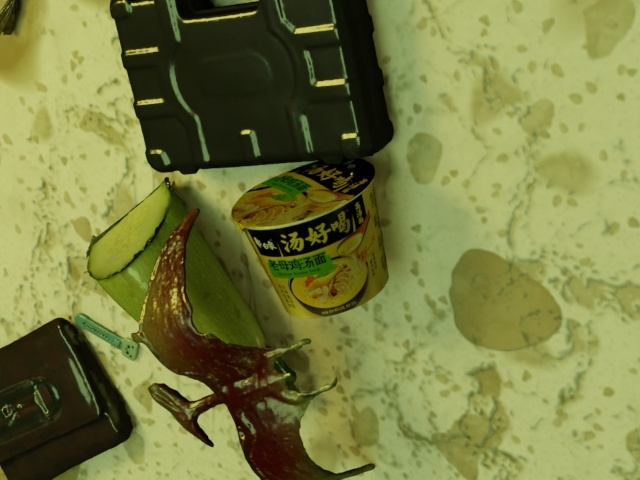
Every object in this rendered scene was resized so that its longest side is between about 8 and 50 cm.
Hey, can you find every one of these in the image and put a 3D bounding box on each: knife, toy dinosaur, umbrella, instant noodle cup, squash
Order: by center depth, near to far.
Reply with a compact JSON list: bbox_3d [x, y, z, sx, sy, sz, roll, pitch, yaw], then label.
[{"bbox_3d":[0.000,0.000,1.451,0.151,0.151,0.122,-6,114,34],"label":"instant noodle cup"},{"bbox_3d":[-0.061,0.146,1.517,0.327,0.113,0.206,33,129,-3],"label":"toy dinosaur"},{"bbox_3d":[-0.140,0.085,1.577,0.137,0.137,0.287,-36,90,37],"label":"squash"},{"bbox_3d":[-0.352,-0.261,1.632,0.083,0.031,0.020,-53,46,33],"label":"umbrella"},{"bbox_3d":[-0.259,0.114,1.735,0.096,0.010,0.027,28,121,20],"label":"knife"}]

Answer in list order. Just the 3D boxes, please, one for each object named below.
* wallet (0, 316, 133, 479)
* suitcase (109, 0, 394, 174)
[{"bbox_3d":[-0.350,0.208,1.808,0.229,0.049,0.182,-28,90,35],"label":"wallet"},{"bbox_3d":[-0.073,-0.175,1.467,0.286,0.066,0.206,-2,108,32],"label":"suitcase"}]
